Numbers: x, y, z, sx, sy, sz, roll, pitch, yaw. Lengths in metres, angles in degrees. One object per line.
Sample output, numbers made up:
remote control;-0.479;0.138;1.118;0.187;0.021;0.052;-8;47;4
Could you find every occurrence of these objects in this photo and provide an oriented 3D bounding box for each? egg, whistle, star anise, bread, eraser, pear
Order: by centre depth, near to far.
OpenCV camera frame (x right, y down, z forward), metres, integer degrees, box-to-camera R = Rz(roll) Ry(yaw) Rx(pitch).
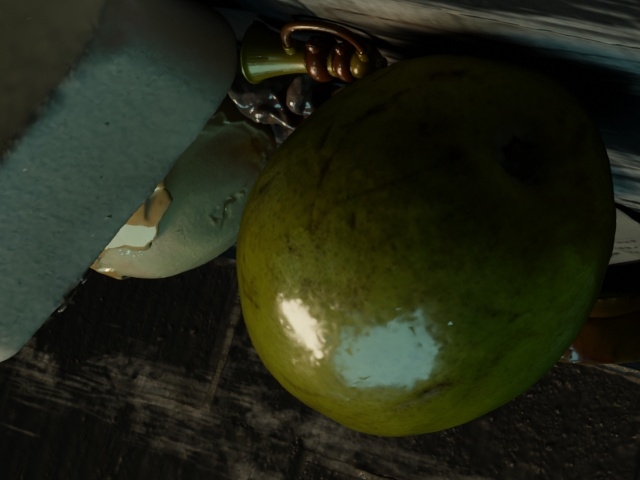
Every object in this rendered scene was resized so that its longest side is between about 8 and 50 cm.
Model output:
pear;0.073;0.006;1.293;0.252;0.253;0.307;19;151;-19
whistle;-0.005;-0.140;1.332;0.109;0.057;0.046;3;-147;33
eraser;-0.256;-0.113;1.400;0.331;0.331;0.150;12;171;42
star anise;-0.002;-0.024;1.488;0.218;0.227;0.148;13;169;-7
egg;-0.160;-0.073;1.582;0.244;0.201;0.201;29;-179;28
bread;0.248;0.062;1.920;0.236;0.070;0.236;1;-165;0

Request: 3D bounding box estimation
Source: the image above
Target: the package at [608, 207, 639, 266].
package;0.200;-0.014;1.781;0.204;0.062;0.250;20;170;-41
